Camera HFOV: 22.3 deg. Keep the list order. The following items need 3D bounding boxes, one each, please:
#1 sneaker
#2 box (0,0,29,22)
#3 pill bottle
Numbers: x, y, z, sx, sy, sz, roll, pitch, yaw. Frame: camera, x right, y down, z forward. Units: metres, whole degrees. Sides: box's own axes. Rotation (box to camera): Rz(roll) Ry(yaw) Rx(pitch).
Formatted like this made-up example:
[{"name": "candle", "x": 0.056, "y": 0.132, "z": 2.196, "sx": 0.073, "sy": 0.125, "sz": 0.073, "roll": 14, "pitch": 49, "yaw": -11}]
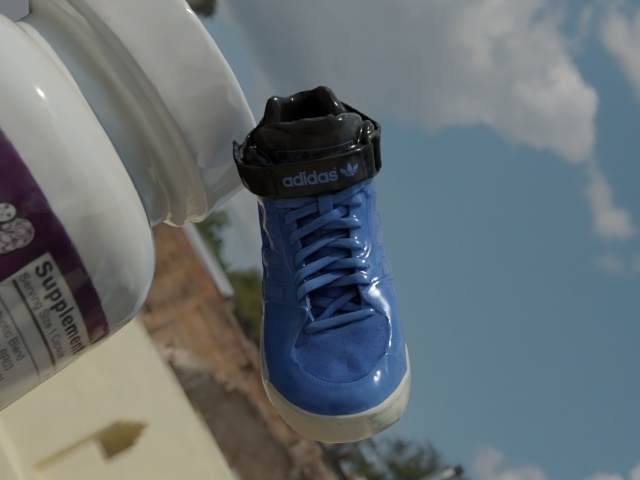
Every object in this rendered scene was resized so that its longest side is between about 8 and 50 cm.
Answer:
[{"name": "sneaker", "x": -0.001, "y": 0.000, "z": 0.605, "sx": 0.152, "sy": 0.058, "sz": 0.085, "roll": -93, "pitch": 174, "yaw": -55}, {"name": "box", "x": -0.182, "y": -0.227, "z": 0.980, "sx": 0.058, "sy": 0.322, "sz": 0.232, "roll": 27, "pitch": 5, "yaw": 36}, {"name": "pill bottle", "x": -0.179, "y": 0.002, "z": 0.691, "sx": 0.169, "sy": 0.301, "sz": 0.169, "roll": 48, "pitch": -17, "yaw": 21}]
